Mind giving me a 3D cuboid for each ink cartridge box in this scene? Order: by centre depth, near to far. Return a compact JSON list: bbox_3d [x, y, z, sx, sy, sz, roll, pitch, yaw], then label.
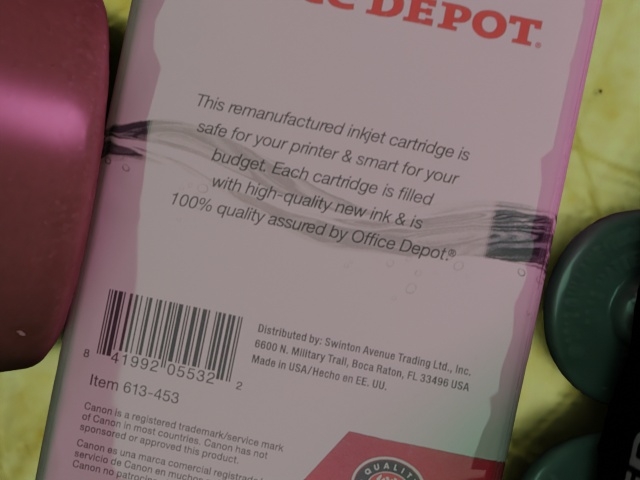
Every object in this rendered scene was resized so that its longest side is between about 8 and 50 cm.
[{"bbox_3d":[0.000,0.000,0.751,0.172,0.100,0.237,12,91,2],"label":"ink cartridge box"}]

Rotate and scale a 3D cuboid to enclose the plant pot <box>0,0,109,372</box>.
[{"bbox_3d":[-0.203,-0.044,0.710,0.229,0.263,0.263,8,91,-15],"label":"plant pot"}]

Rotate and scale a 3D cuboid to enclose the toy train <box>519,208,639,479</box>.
[{"bbox_3d":[0.172,0.126,0.716,0.190,0.142,0.334,10,93,-24],"label":"toy train"}]
